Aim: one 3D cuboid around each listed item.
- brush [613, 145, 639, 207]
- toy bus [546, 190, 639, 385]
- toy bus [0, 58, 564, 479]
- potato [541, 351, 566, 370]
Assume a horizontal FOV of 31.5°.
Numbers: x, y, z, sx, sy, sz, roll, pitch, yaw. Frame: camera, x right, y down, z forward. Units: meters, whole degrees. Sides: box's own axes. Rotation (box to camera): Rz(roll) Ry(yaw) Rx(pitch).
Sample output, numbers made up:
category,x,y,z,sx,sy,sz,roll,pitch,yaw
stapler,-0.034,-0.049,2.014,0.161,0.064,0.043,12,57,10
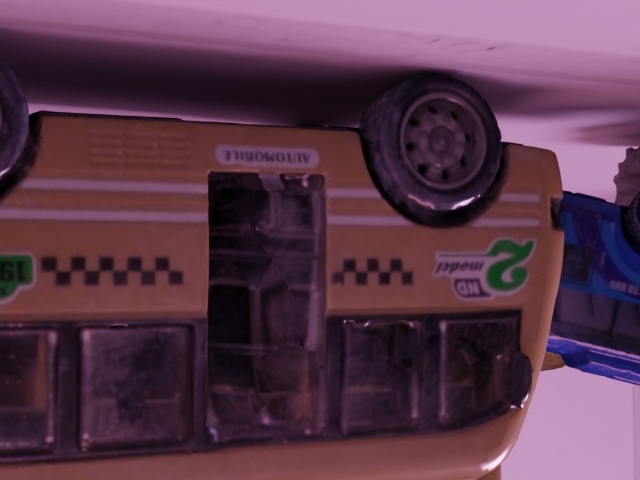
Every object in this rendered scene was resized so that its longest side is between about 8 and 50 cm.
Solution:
category,x,y,z,sx,sy,sz,roll,pitch,yaw
brush,0.279,-0.038,0.563,0.065,0.070,0.327,17,165,-39
toy bus,0.212,0.037,0.581,0.236,0.094,0.079,13,164,-1
toy bus,-0.077,0.028,0.514,0.365,0.202,0.177,0,177,-22
potato,0.202,0.071,1.326,0.307,0.173,0.210,-2,178,-10
